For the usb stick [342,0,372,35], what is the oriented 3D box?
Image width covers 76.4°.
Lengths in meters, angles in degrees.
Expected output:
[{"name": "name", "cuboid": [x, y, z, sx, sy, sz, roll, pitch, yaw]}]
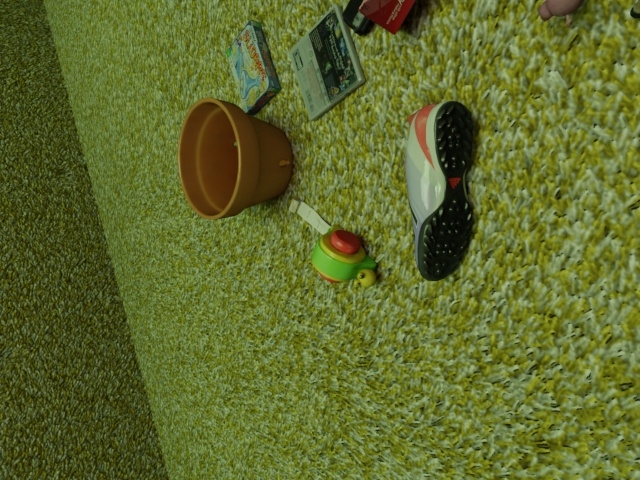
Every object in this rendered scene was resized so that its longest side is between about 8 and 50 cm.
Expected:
[{"name": "usb stick", "cuboid": [0.131, -0.539, 0.781, 0.278, 0.045, 0.077, -55, 53, 35]}]

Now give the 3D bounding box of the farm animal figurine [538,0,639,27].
[{"name": "farm animal figurine", "cuboid": [0.320, -0.455, 0.474, 0.330, 0.172, 0.327, 26, 103, 16]}]

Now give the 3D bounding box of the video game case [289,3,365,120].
[{"name": "video game case", "cuboid": [0.010, -0.404, 0.938, 0.173, 0.022, 0.191, -25, 78, 44]}]

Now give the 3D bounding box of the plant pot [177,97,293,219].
[{"name": "plant pot", "cuboid": [-0.210, -0.207, 1.056, 0.290, 0.203, 0.291, 10, 104, 44]}]

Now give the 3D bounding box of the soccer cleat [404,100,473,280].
[{"name": "soccer cleat", "cuboid": [0.207, -0.086, 0.751, 0.116, 0.108, 0.319, -156, 62, -64]}]

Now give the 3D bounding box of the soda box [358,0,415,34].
[{"name": "soda box", "cuboid": [0.170, -0.503, 0.696, 0.083, 0.092, 0.263, 30, 125, -6]}]

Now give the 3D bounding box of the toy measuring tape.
[{"name": "toy measuring tape", "cuboid": [0.000, 0.000, 0.945, 0.330, 0.121, 0.122, 43, 124, 32]}]

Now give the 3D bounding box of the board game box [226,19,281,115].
[{"name": "board game box", "cuboid": [-0.186, -0.467, 1.111, 0.136, 0.035, 0.201, -27, 77, 44]}]
